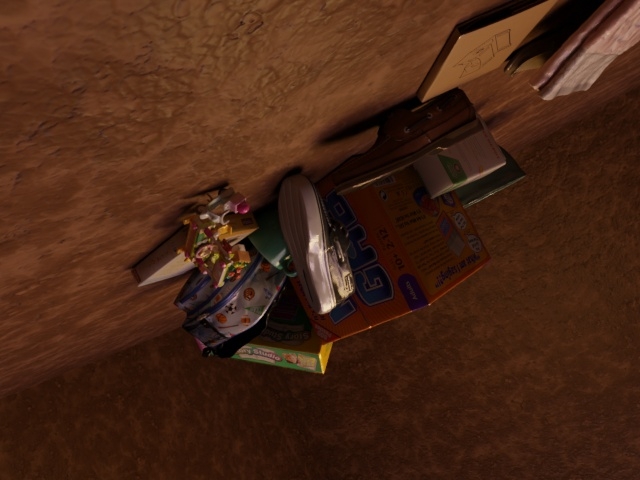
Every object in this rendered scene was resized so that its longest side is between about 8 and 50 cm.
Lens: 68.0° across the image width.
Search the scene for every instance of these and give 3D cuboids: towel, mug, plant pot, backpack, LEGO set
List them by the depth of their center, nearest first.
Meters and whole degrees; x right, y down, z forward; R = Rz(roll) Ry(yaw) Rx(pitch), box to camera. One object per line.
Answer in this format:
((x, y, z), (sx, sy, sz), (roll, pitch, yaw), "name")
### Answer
((0.539, -0.381, 0.822), (0.332, 0.053, 0.317), (-24, 161, -47), "towel")
((-0.176, 0.031, 0.877), (0.132, 0.107, 0.287), (-36, 161, -19), "LEGO set")
((-0.089, -0.002, 1.108), (0.097, 0.157, 0.129), (-41, -169, 4), "mug")
((-0.214, 0.122, 1.195), (0.264, 0.213, 0.276), (-22, -146, 38), "backpack")
((0.448, -0.212, 1.465), (0.293, 0.196, 0.293), (-26, 174, -3), "plant pot")

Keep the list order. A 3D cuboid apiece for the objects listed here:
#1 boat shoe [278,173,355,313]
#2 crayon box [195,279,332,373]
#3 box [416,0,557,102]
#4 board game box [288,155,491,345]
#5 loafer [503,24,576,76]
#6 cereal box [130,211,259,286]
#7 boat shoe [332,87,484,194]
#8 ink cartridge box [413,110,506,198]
((0.000, 0.000, 1.007), (0.119, 0.334, 0.121), (-28, -142, -23), "boat shoe")
((-0.131, 0.199, 1.377), (0.364, 0.106, 0.312), (5, -134, 16), "crayon box")
((0.246, -0.293, 0.728), (0.165, 0.021, 0.201), (-26, 175, -7), "box")
((0.148, 0.005, 1.239), (0.356, 0.355, 0.357), (-32, 172, 41), "board game box")
((0.411, -0.342, 0.874), (0.148, 0.050, 0.056), (-29, 171, 5), "loafer")
((-0.271, 0.018, 1.018), (0.240, 0.047, 0.173), (-30, 172, 34), "cereal box")
((0.144, -0.183, 0.865), (0.308, 0.104, 0.111), (-27, -177, -16), "boat shoe")
((0.326, -0.210, 1.146), (0.213, 0.154, 0.093), (-24, 173, -32), "ink cartridge box")
